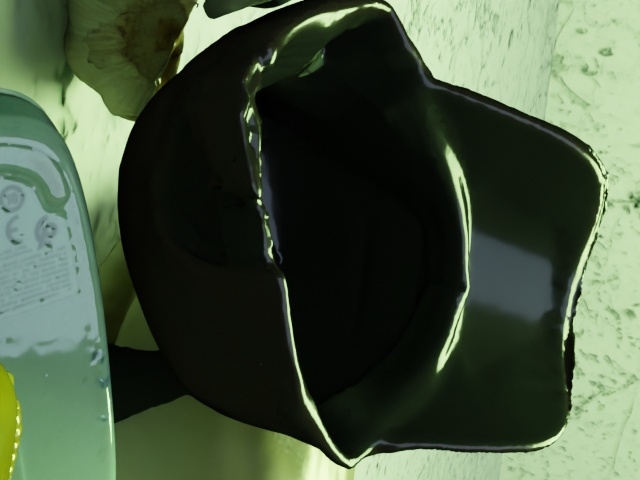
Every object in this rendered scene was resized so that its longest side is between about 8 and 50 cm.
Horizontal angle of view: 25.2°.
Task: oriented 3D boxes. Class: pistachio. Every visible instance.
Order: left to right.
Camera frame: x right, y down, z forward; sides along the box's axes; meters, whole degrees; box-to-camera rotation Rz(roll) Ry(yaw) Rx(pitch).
[{"bbox_3d":[-0.081,0.118,0.891,0.226,0.207,0.332,52,38,-39],"label":"pistachio"}]

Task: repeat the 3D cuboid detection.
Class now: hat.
[{"bbox_3d":[-0.002,0.006,0.804,0.336,0.209,0.238,21,75,-43],"label":"hat"}]

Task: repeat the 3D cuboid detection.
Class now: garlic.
[{"bbox_3d":[-0.112,-0.123,0.832,0.094,0.074,0.113,-113,-157,-61],"label":"garlic"}]

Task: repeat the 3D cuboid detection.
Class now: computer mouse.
[{"bbox_3d":[-0.182,0.068,0.675,0.159,0.097,0.288,-19,115,-32],"label":"computer mouse"}]

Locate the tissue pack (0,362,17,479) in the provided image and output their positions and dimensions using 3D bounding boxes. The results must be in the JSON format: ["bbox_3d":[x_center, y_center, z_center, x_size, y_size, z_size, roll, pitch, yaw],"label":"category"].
[{"bbox_3d":[-0.196,0.073,0.503,0.127,0.178,0.123,0,103,-69],"label":"tissue pack"}]

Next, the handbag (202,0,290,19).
[{"bbox_3d":[-0.071,-0.278,0.703,0.275,0.177,0.302,-79,174,-62],"label":"handbag"}]

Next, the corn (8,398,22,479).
[{"bbox_3d":[-0.179,0.145,0.592,0.072,0.072,0.203,16,93,-73],"label":"corn"}]
